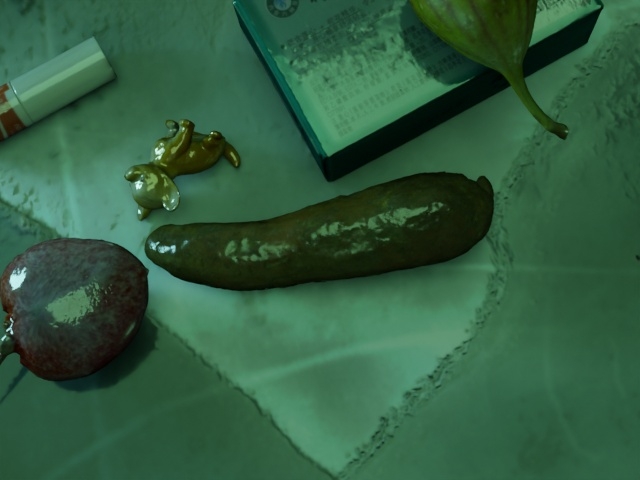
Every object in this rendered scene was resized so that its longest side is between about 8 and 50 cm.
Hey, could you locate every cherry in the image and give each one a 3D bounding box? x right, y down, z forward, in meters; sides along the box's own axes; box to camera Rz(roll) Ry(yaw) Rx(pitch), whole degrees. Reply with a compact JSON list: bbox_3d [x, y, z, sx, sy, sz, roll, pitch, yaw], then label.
[{"bbox_3d":[-0.229,0.067,1.145,0.225,0.090,0.107,-24,91,6],"label":"cherry"}]

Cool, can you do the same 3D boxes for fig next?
[{"bbox_3d":[0.136,-0.155,1.080,0.093,0.093,0.166,-43,81,-6],"label":"fig"}]

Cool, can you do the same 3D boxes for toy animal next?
[{"bbox_3d":[-0.110,-0.050,1.183,0.081,0.060,0.083,27,79,-31],"label":"toy animal"}]

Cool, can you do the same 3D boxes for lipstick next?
[{"bbox_3d":[-0.226,-0.114,1.199,0.130,0.038,0.038,-29,80,-4],"label":"lipstick"}]

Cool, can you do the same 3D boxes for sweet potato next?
[{"bbox_3d":[0.000,0.000,1.160,0.273,0.075,0.075,-10,79,4],"label":"sweet potato"}]

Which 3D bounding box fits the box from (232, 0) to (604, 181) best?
[{"bbox_3d":[0.074,-0.172,1.176,0.244,0.092,0.153,-28,81,-3],"label":"box"}]
